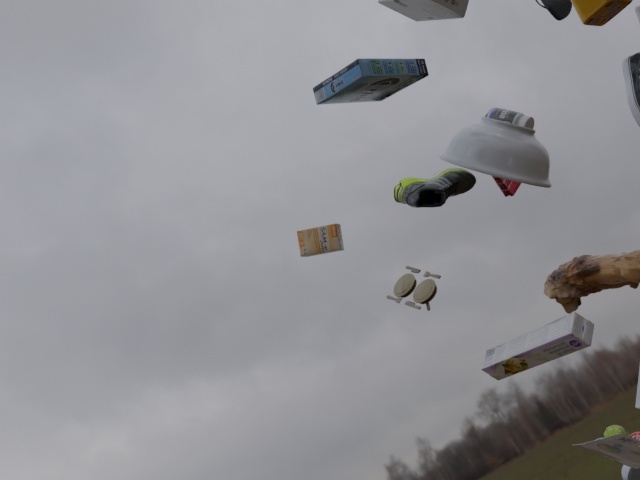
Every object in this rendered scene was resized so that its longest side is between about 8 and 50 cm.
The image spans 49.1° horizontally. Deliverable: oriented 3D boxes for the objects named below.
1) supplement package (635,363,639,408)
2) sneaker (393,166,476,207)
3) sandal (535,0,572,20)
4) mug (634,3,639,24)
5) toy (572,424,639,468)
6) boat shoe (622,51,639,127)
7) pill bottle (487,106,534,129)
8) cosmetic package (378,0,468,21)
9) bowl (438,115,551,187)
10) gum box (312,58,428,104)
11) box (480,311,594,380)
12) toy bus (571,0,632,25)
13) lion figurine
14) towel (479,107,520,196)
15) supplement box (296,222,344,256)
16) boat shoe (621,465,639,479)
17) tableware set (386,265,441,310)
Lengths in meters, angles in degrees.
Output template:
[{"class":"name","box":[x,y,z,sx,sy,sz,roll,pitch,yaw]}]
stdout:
[{"class":"supplement package","box":[0.723,0.222,1.370,0.134,0.244,0.139,12,-12,-1]},{"class":"sneaker","box":[0.402,-0.163,2.358,0.300,0.121,0.111,-16,-57,-19]},{"class":"sandal","box":[0.677,-0.774,2.138,0.097,0.254,0.054,-25,-13,-22]},{"class":"mug","box":[1.034,-0.512,1.788,0.276,0.328,0.374,-27,10,-21]},{"class":"toy","box":[0.603,0.393,1.361,0.237,0.137,0.056,93,-161,-72]},{"class":"boat shoe","box":[0.816,-0.375,1.745,0.080,0.228,0.076,18,-30,-31]},{"class":"pill bottle","box":[0.614,-0.381,2.267,0.078,0.137,0.078,-25,-55,-40]},{"class":"cosmetic package","box":[0.275,-0.664,1.801,0.151,0.183,0.151,12,-86,-36]},{"class":"bowl","box":[0.466,-0.238,1.809,0.298,0.298,0.134,-1,-71,-52]},{"class":"gum box","box":[0.103,-0.329,1.453,0.184,0.041,0.157,-12,-4,-37]},{"class":"box","box":[0.521,0.264,1.710,0.324,0.063,0.067,-42,20,52]},{"class":"toy bus","box":[0.695,-0.733,1.855,0.130,0.333,0.108,-9,-19,-32]},{"class":"lion figurine","box":[0.768,0.076,1.794,0.240,0.142,0.392,-4,-17,-22]},{"class":"towel","box":[0.644,-0.312,2.495,0.031,0.275,0.199,-16,27,53]},{"class":"supplement box","box":[0.000,0.000,1.606,0.098,0.062,0.036,-12,-7,19]},{"class":"boat shoe","box":[0.888,0.632,1.868,0.306,0.105,0.113,21,-87,-26]},{"class":"tableware set","box":[0.298,0.155,2.177,0.039,0.194,0.128,39,-101,-26]}]
